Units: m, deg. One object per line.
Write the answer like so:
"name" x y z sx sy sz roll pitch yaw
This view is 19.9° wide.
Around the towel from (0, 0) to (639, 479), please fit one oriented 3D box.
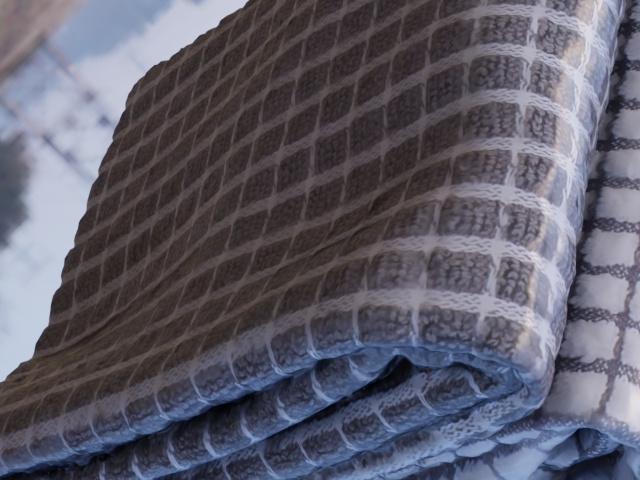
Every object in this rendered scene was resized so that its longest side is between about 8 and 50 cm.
"towel" 0.000 0.000 0.634 0.283 0.121 0.235 -27 -142 42
